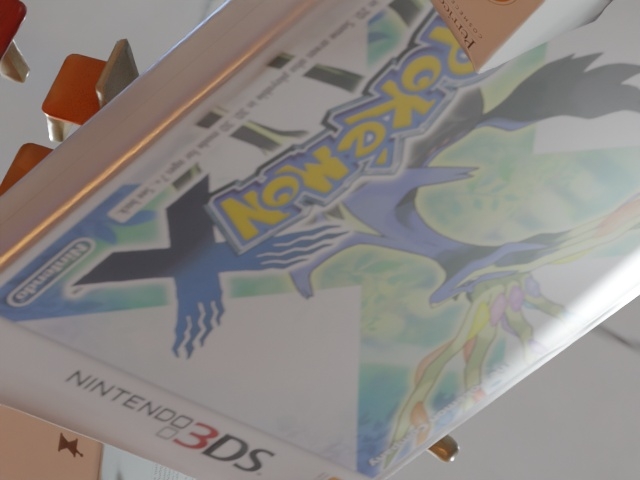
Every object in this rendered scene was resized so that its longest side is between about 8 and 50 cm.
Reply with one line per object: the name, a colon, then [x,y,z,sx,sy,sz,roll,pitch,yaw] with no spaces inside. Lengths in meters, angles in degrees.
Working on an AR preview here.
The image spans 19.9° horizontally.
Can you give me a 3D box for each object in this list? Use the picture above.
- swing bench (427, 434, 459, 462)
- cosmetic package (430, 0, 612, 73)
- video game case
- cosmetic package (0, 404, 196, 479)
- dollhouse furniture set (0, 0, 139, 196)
swing bench: [0.000,0.000,1.282,0.165,0.253,0.255,-10,-138,-33]
cosmetic package: [0.020,-0.176,0.536,0.060,0.099,0.239,-27,-101,-29]
video game case: [0.031,-0.008,0.783,0.300,0.329,0.036,30,-153,-48]
cosmetic package: [-0.187,0.153,1.355,0.151,0.151,0.183,17,-160,20]
dollhouse furniture set: [-0.274,-0.059,1.148,0.262,0.135,0.259,16,-116,15]
